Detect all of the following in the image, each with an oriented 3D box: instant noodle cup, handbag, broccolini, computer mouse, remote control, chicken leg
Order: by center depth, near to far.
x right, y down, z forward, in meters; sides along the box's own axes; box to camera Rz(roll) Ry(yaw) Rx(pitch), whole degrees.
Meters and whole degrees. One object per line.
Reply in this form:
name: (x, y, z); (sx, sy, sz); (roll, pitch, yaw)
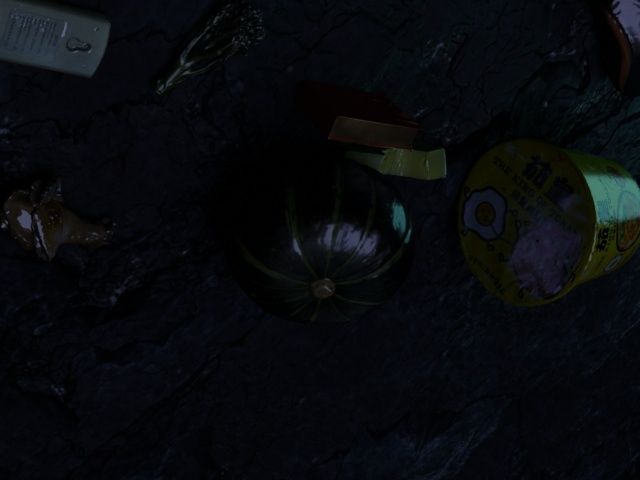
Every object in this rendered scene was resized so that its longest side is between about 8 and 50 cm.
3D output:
remote control: (-0.404, -0.288, 1.397); (0.233, 0.038, 0.098); (6, 119, -39)
broccolini: (-0.175, -0.296, 1.553); (0.202, 0.068, 0.091); (-29, 124, 9)
chicken leg: (-0.406, -0.022, 1.577); (0.125, 0.080, 0.196); (-52, 137, -7)
handbag: (0.066, -0.209, 1.718); (0.190, 0.127, 0.063); (5, 121, -36)
computer mouse: (0.628, -0.408, 1.962); (0.183, 0.116, 0.323); (-39, 136, -10)
instant noodle cup: (0.468, -0.044, 2.013); (0.254, 0.325, 0.325); (-6, 126, -44)

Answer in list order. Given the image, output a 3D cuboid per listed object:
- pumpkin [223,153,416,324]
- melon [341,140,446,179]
pumpkin: (0.000, 0.000, 1.715); (0.323, 0.241, 0.323); (4, 139, 4)
melon: (0.122, -0.142, 1.821); (0.209, 0.118, 0.064); (-9, 115, -43)
